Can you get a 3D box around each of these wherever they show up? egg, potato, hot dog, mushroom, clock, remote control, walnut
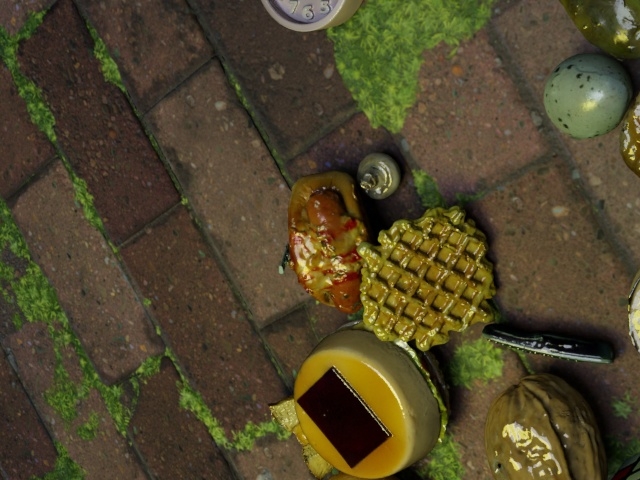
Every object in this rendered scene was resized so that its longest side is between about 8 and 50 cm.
[{"bbox_3d":[0.403,-0.213,1.545,0.131,0.164,0.131,-2,103,-8],"label":"egg"},{"bbox_3d":[0.415,-0.358,1.535,0.225,0.090,0.117,48,131,20],"label":"potato"},{"bbox_3d":[0.026,0.013,1.833,0.150,0.153,0.256,-14,107,16],"label":"hot dog"},{"bbox_3d":[0.096,-0.111,1.823,0.085,0.079,0.085,11,109,34],"label":"mushroom"},{"bbox_3d":[-0.017,-0.463,1.797,0.197,0.068,0.196,10,109,31],"label":"clock"},{"bbox_3d":[0.379,0.173,1.734,0.222,0.072,0.042,9,87,28],"label":"remote control"},{"bbox_3d":[0.370,0.345,1.719,0.198,0.198,0.245,-21,91,36],"label":"walnut"}]

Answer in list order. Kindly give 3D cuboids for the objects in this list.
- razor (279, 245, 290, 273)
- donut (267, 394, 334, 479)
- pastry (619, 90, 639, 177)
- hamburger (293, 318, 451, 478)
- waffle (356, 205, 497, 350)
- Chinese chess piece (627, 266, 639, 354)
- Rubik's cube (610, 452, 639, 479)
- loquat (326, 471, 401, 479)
[{"bbox_3d":[0.002,0.003,1.946,0.191,0.068,0.037,-31,116,28],"label":"razor"},{"bbox_3d":[-0.025,0.379,2.025,0.078,0.146,0.181,-36,64,-3],"label":"donut"},{"bbox_3d":[0.537,-0.148,1.515,0.192,0.093,0.182,29,114,22],"label":"pastry"},{"bbox_3d":[0.098,0.285,1.883,0.300,0.176,0.300,13,115,29],"label":"hamburger"},{"bbox_3d":[0.180,0.068,1.763,0.238,0.059,0.243,-14,102,-5],"label":"waffle"},{"bbox_3d":[0.590,0.110,1.554,0.257,0.104,0.257,11,111,31],"label":"Chinese chess piece"},{"bbox_3d":[0.560,0.412,1.633,0.160,0.163,0.162,53,129,9],"label":"Rubik's cube"},{"bbox_3d":[0.085,0.554,1.929,0.263,0.263,0.263,10,110,30],"label":"loquat"}]
